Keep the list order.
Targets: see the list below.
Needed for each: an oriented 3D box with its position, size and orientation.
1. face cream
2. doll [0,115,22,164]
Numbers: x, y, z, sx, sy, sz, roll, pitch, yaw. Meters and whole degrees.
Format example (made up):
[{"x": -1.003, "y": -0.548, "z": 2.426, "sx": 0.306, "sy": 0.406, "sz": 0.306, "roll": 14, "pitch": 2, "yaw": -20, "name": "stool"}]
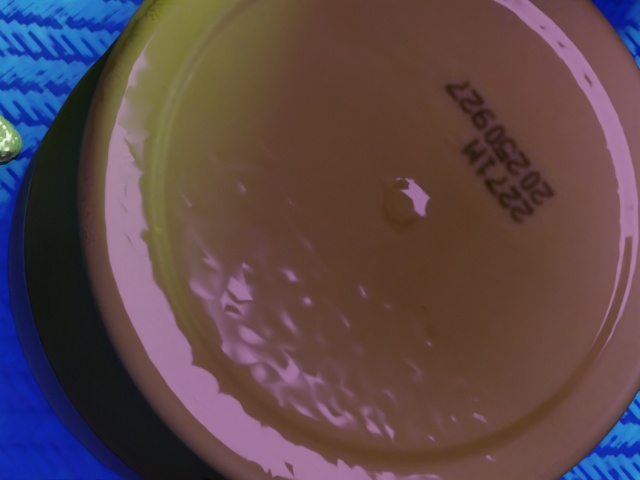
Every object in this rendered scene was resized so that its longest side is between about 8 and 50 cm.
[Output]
[{"x": 0.000, "y": 0.000, "z": 0.598, "sx": 0.218, "sy": 0.179, "sz": 0.218, "roll": 3, "pitch": 81, "yaw": -18, "name": "face cream"}, {"x": -0.189, "y": -0.075, "z": 0.613, "sx": 0.150, "sy": 0.077, "sz": 0.115, "roll": 55, "pitch": 32, "yaw": 7, "name": "doll"}]
